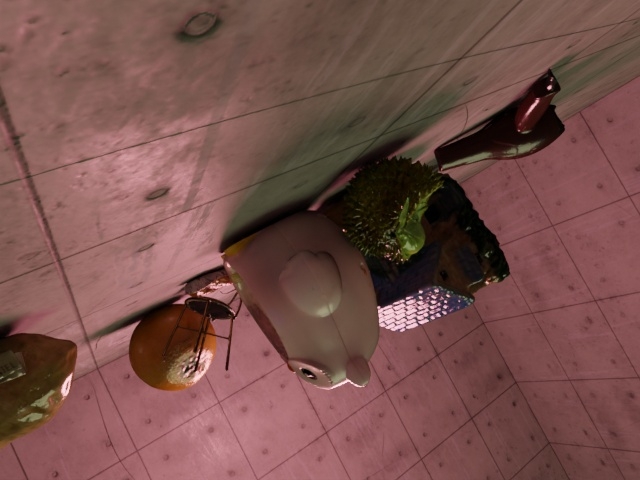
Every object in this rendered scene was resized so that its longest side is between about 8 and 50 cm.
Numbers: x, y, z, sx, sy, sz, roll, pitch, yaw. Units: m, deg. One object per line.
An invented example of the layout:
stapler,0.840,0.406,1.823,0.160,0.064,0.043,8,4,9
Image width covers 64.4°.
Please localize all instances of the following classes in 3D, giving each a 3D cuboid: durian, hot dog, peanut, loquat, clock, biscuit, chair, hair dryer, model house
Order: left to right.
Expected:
peanut,-0.562,0.270,0.820,0.387,0.169,0.192,-32,171,5
loquat,-0.446,0.322,1.549,0.263,0.263,0.263,-28,176,-2
chair,-0.307,0.200,1.448,0.160,0.325,0.170,-12,141,34
hot dog,-0.285,0.112,1.377,0.099,0.053,0.192,-21,177,27
clock,-0.016,0.128,1.117,0.250,0.376,0.368,-31,-179,-17
biscuit,0.128,-0.097,1.241,0.274,0.091,0.213,-24,177,-27
durian,0.133,-0.063,0.995,0.237,0.176,0.200,76,31,-73
model house,0.300,0.048,1.657,0.400,0.445,0.395,-23,175,-42
hair dryer,0.429,-0.276,1.156,0.313,0.123,0.340,-17,165,2

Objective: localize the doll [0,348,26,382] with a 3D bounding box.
doll,-0.492,0.190,0.633,0.221,0.115,0.105,-26,165,-1
